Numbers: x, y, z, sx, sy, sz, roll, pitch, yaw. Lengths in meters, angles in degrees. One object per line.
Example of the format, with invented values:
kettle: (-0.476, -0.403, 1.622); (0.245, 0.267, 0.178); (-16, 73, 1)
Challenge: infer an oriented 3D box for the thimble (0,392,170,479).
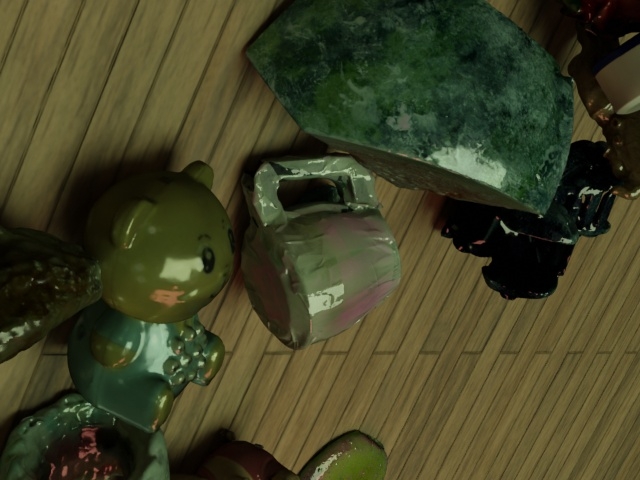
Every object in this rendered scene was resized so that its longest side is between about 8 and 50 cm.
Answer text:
thimble: (-0.262, 0.277, 1.427); (0.211, 0.185, 0.149); (-68, 167, -52)

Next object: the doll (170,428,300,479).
doll: (-0.159, 0.367, 1.638); (0.256, 0.152, 0.196); (-18, 118, -35)

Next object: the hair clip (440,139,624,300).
hair clip: (0.292, -0.047, 1.771); (0.310, 0.206, 0.194); (-36, 148, -52)

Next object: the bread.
bread: (0.026, 0.400, 1.980); (0.228, 0.033, 0.228); (-28, 136, -31)

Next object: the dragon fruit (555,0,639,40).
dragon fruit: (0.439, -0.376, 1.639); (0.293, 0.234, 0.234); (-5, 131, -3)

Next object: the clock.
clock: (0.476, -0.248, 1.638); (0.230, 0.083, 0.230); (-29, 176, -2)

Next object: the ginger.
ginger: (0.422, -0.196, 1.763); (0.122, 0.290, 0.084); (-17, 166, -3)

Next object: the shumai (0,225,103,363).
shumai: (-0.340, 0.020, 1.161); (0.222, 0.204, 0.272); (-24, -176, 12)

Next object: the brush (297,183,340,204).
brush: (-0.007, 0.013, 1.633); (0.070, 0.021, 0.196); (-27, 137, -31)

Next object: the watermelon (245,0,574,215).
watermelon: (0.095, -0.164, 1.459); (0.258, 0.387, 0.228); (145, -34, -70)

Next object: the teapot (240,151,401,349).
teapot: (-0.004, 0.006, 1.527); (0.178, 0.222, 0.163); (-20, 169, -26)

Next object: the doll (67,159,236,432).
doll: (-0.180, 0.049, 1.342); (0.177, 0.161, 0.261); (-38, 149, -54)
